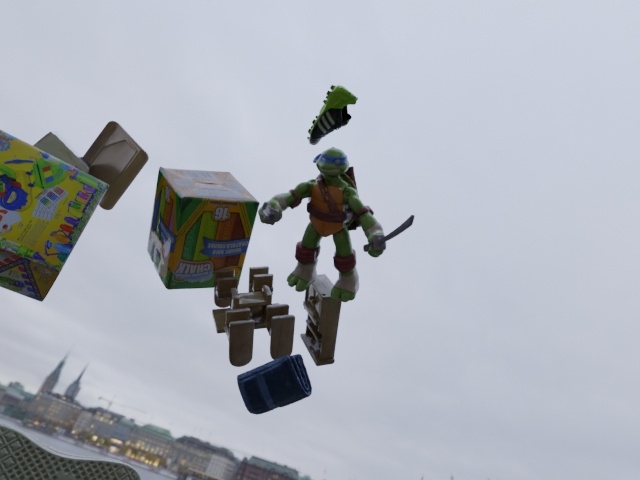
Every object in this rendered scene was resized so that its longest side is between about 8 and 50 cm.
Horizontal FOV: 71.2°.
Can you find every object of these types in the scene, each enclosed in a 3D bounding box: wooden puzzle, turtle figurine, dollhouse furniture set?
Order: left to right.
[{"bbox_3d":[-0.658,-0.239,1.414,0.239,0.221,0.044,41,5,29],"label":"wooden puzzle"},{"bbox_3d":[-0.093,0.170,0.909,0.242,0.212,0.161,-3,-66,-21],"label":"dollhouse furniture set"},{"bbox_3d":[0.000,0.000,0.748,0.198,0.274,0.266,-8,-52,-12],"label":"turtle figurine"}]

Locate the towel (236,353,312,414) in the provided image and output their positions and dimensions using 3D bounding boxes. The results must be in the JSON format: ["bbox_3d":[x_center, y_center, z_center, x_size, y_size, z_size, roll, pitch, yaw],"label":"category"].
[{"bbox_3d":[-0.070,0.213,0.656,0.119,0.067,0.029,-29,-14,28],"label":"towel"}]

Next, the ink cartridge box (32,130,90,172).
[{"bbox_3d":[-0.767,-0.247,1.329,0.139,0.082,0.191,52,-11,-26],"label":"ink cartridge box"}]

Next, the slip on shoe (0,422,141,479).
[{"bbox_3d":[-0.454,0.372,0.698,0.331,0.123,0.101,26,-41,-23],"label":"slip on shoe"}]

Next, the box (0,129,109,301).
[{"bbox_3d":[-0.718,-0.060,1.063,0.279,0.290,0.177,30,-45,-26],"label":"box"}]

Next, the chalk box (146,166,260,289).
[{"bbox_3d":[-0.285,0.000,1.041,0.180,0.179,0.289,-1,-61,-36],"label":"chalk box"}]

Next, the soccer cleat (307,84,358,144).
[{"bbox_3d":[0.023,-0.268,1.004,0.072,0.060,0.179,29,-36,-5],"label":"soccer cleat"}]
